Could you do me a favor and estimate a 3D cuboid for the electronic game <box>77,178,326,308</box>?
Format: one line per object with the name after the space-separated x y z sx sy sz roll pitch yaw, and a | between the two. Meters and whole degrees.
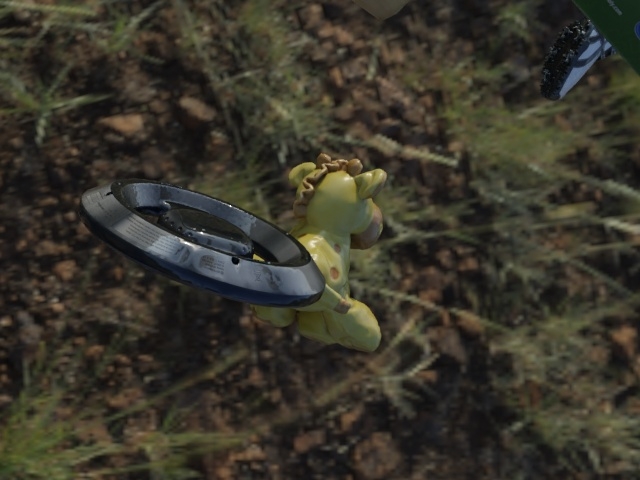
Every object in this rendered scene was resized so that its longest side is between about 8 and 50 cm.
-0.103 0.003 1.240 0.229 0.229 0.048 9 108 -45 | electronic game

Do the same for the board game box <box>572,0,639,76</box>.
0.058 -0.207 0.496 0.317 0.046 0.214 38 39 -36 | board game box

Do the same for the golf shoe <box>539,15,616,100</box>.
0.355 -0.253 1.773 0.094 0.077 0.198 30 93 -22 | golf shoe

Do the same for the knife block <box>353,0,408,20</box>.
0.035 -0.356 1.730 0.242 0.275 0.088 -16 77 -28 | knife block

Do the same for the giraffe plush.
0.000 0.000 1.498 0.210 0.181 0.171 66 45 -66 | giraffe plush
